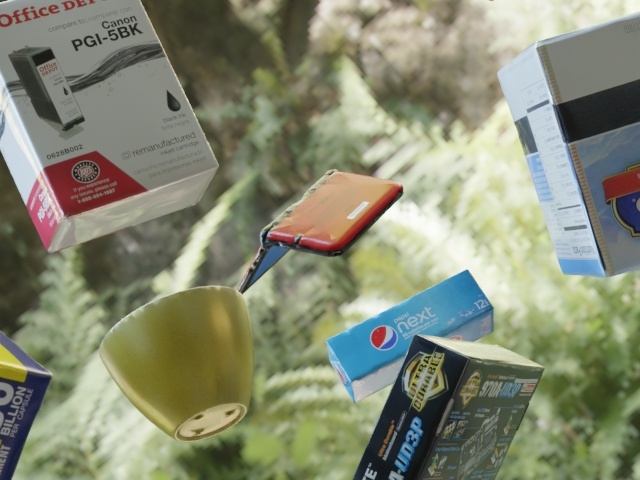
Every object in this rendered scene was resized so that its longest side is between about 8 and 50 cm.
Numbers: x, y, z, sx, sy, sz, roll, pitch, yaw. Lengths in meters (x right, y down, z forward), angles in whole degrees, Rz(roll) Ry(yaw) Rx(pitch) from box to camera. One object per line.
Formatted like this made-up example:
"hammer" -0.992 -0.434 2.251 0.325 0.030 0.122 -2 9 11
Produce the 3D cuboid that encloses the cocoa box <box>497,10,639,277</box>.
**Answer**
"cocoa box" 0.378 -0.117 1.616 0.347 0.228 0.231 -17 0 -2

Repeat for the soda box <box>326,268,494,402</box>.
"soda box" 0.117 0.122 2.174 0.210 0.071 0.067 -26 -29 -10

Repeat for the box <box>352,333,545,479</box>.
"box" 0.097 0.167 1.348 0.175 0.051 0.220 -67 -23 4

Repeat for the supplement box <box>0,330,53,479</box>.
"supplement box" -0.439 0.131 1.385 0.356 0.195 0.194 17 -84 -35

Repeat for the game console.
"game console" 0.000 0.000 1.627 0.144 0.124 0.085 -44 -42 -48

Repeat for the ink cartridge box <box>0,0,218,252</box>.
"ink cartridge box" -0.133 -0.075 0.962 0.099 0.135 0.056 -20 -14 -25

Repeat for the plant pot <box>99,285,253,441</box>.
"plant pot" -0.110 0.114 1.443 0.134 0.095 0.134 -21 -25 -10
